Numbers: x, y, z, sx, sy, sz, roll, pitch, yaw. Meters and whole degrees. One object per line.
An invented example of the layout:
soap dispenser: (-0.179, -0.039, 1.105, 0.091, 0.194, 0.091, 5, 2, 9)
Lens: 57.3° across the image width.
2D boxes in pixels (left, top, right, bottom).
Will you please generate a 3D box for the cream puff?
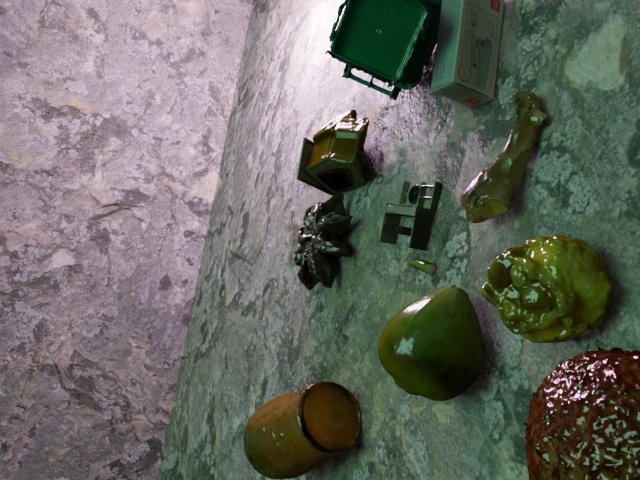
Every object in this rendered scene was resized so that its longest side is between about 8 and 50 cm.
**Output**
cream puff: (0.408, 0.294, 0.770, 0.350, 0.229, 0.350, -32, 52, 53)

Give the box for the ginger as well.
ginger: (0.381, -0.168, 1.217, 0.294, 0.086, 0.131, -66, 18, 2)

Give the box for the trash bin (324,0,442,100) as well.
trash bin: (0.155, -0.511, 1.480, 0.295, 0.259, 0.381, -66, -5, 23)

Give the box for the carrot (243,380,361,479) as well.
carrot: (-0.064, 0.524, 1.604, 0.341, 0.224, 0.224, -41, 43, 46)

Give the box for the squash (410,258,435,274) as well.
squash: (0.246, 0.061, 1.426, 0.083, 0.027, 0.027, 24, 99, 63)

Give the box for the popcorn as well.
popcorn: (0.387, 0.081, 0.997, 0.198, 0.156, 0.197, -24, 58, 43)

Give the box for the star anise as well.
star anise: (0.000, 0.002, 1.847, 0.332, 0.118, 0.331, -167, 90, -70)

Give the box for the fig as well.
fig: (0.239, 0.215, 1.198, 0.230, 0.207, 0.207, -37, 33, 2)

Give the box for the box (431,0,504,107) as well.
box: (0.341, -0.458, 1.359, 0.079, 0.135, 0.269, -8, 71, 60)

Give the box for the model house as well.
model house: (0.078, -0.291, 1.800, 0.268, 0.173, 0.239, -11, 61, 56)

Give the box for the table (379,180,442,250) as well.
table: (0.226, -0.070, 1.493, 0.146, 0.062, 0.175, 13, 93, 64)

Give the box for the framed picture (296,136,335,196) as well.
framed picture: (-0.001, -0.232, 1.878, 0.010, 0.201, 0.136, 2, 79, 38)
